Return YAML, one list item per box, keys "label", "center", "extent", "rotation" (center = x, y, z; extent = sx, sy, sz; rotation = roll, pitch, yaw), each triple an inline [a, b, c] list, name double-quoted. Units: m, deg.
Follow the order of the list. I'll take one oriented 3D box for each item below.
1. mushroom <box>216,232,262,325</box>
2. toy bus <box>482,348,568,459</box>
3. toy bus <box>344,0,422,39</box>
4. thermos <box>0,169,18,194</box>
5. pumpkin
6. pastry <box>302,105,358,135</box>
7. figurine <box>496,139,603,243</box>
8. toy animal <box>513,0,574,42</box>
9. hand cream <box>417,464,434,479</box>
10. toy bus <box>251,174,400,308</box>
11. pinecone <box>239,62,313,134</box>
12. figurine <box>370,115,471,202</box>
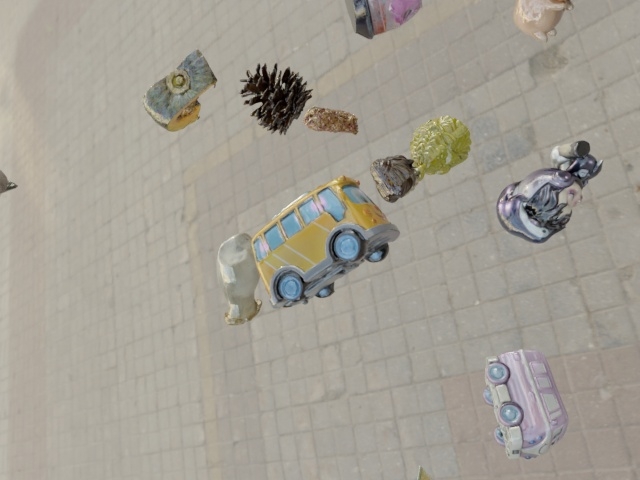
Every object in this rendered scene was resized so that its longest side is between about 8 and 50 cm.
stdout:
- label: "mushroom"
  center: [-0.164, 0.081, 1.139]
  extent: [0.097, 0.088, 0.213]
  rotation: [-86, 0, -60]
- label: "toy bus"
  center: [0.435, 0.350, 1.203]
  extent: [0.142, 0.142, 0.203]
  rotation: [-9, 49, 4]
- label: "toy bus"
  center: [0.108, -0.556, 1.142]
  extent: [0.147, 0.127, 0.303]
  rotation: [-16, 61, 6]
- label: "thermos"
  center: [-0.494, -0.025, 0.737]
  extent: [0.193, 0.137, 0.105]
  rotation: [-47, 55, 26]
- label: "pumpkin"
  center: [-0.450, -0.489, 1.879]
  extent: [0.280, 0.190, 0.139]
  rotation: [-34, 89, 12]
- label: "pastry"
  center: [0.036, -0.323, 1.503]
  extent: [0.087, 0.169, 0.063]
  rotation: [50, 131, 41]
- label: "figurine"
  center: [0.459, -0.100, 1.144]
  extent: [0.222, 0.145, 0.145]
  rotation: [-51, 47, -6]
- label: "toy animal"
  center: [0.578, -0.634, 1.398]
  extent: [0.154, 0.166, 0.250]
  rotation: [39, 138, 9]
- label: "hand cream"
  center: [0.155, 0.352, 0.699]
  extent: [0.047, 0.174, 0.076]
  rotation: [-13, 43, 36]
- label: "toy bus"
  center: [0.000, 0.000, 0.827]
  extent: [0.209, 0.126, 0.136]
  rotation: [-35, 75, 20]
- label: "pinecone"
  center: [-0.115, -0.350, 1.348]
  extent: [0.163, 0.165, 0.163]
  rotation: [-53, 11, 16]
- label: "figurine"
  center: [0.268, -0.205, 1.569]
  extent: [0.187, 0.315, 0.168]
  rotation: [6, 126, 43]
